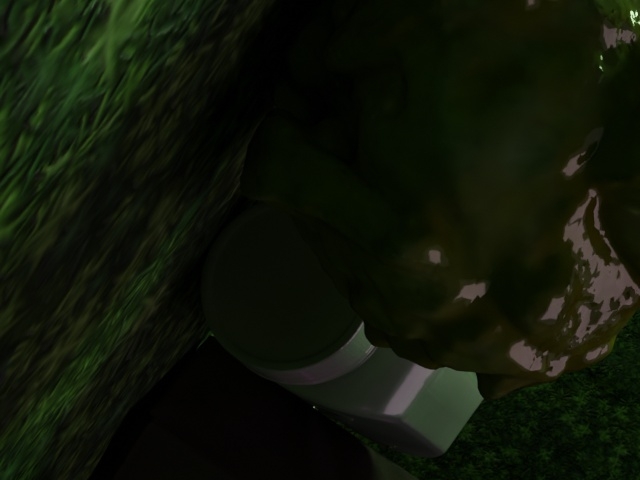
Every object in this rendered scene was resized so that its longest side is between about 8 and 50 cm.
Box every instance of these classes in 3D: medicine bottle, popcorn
[{"bbox_3d":[0.016,0.062,0.983,0.111,0.161,0.296,-54,161,-5],"label":"medicine bottle"},{"bbox_3d":[0.086,-0.052,0.700,0.195,0.255,0.256,-152,-115,-76],"label":"popcorn"}]

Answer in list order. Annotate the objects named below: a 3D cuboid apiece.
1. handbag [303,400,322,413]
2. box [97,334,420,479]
[{"bbox_3d":[0.011,0.106,1.537,0.288,0.152,0.342,-43,172,-12],"label":"handbag"},{"bbox_3d":[-0.045,0.226,1.079,0.188,0.252,0.153,-57,-179,22],"label":"box"}]
